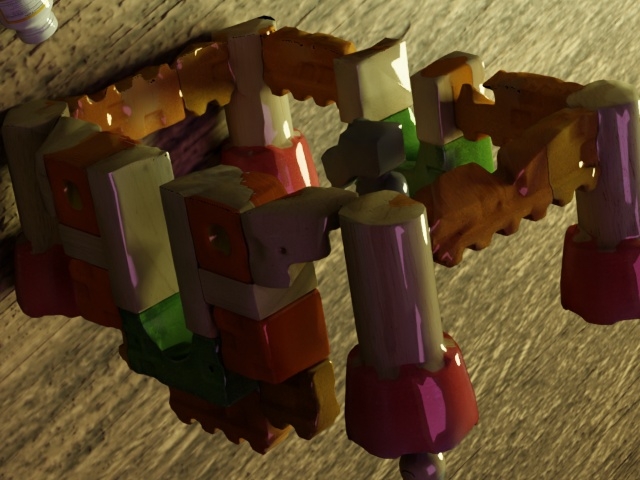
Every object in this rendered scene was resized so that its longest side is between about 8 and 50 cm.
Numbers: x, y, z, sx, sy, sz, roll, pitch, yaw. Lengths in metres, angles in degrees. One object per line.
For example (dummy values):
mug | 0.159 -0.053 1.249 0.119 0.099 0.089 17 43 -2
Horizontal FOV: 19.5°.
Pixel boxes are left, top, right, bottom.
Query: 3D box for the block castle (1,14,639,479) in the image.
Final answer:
block castle | 0.000 0.000 1.344 0.303 0.453 0.212 -27 120 -36

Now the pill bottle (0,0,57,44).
pill bottle | -0.219 -0.180 1.329 0.043 0.043 0.083 -46 137 -20
